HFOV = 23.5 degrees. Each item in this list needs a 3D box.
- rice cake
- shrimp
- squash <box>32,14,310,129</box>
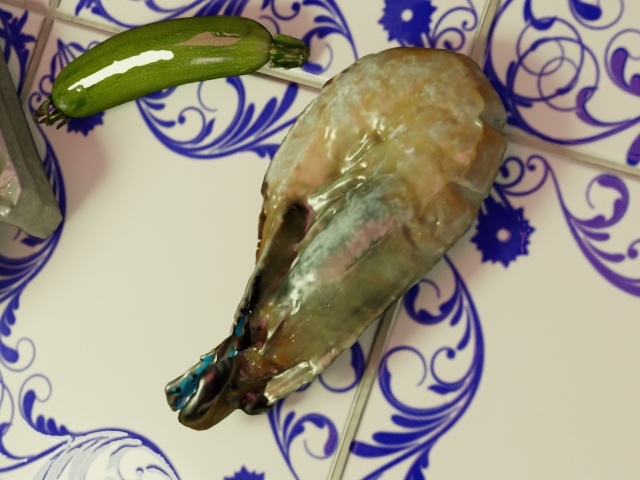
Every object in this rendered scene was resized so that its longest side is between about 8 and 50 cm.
[{"bbox_3d":[-0.354,-0.144,1.652,0.050,0.106,0.298,-26,70,8],"label":"rice cake"},{"bbox_3d":[0.000,0.000,1.466,0.221,0.110,0.445,41,96,31],"label":"shrimp"},{"bbox_3d":[-0.166,-0.185,1.591,0.319,0.080,0.071,-11,38,22],"label":"squash"}]
